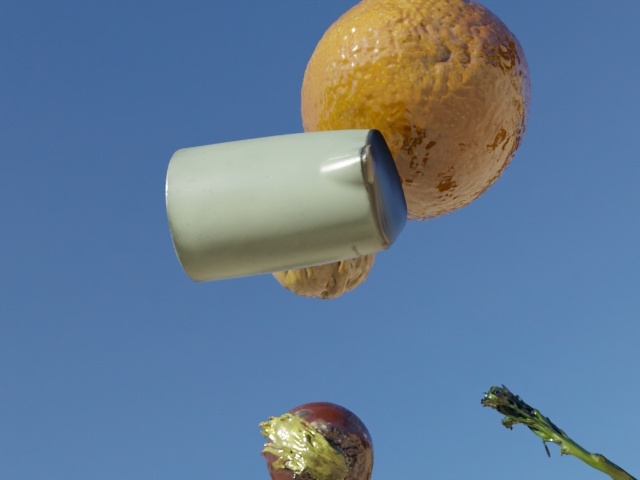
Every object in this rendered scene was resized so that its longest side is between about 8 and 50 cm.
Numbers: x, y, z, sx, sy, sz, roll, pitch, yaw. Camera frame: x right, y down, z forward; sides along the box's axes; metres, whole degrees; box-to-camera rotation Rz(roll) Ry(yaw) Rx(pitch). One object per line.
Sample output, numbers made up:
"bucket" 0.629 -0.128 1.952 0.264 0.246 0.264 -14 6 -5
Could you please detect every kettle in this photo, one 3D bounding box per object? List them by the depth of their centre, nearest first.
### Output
"kettle" -0.029 -0.039 1.457 0.255 0.165 0.240 -9 -22 13

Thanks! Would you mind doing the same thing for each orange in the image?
"orange" 0.129 -0.189 1.730 0.322 0.322 0.357 -8 -21 -16

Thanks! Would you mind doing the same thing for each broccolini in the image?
"broccolini" 0.349 0.293 1.731 0.062 0.272 0.123 -60 -14 9

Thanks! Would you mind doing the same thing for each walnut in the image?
"walnut" 0.000 0.000 2.064 0.213 0.213 0.213 -13 -32 -8

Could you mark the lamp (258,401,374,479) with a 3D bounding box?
"lamp" 0.003 0.307 1.709 0.157 0.156 0.135 -17 1 -19
